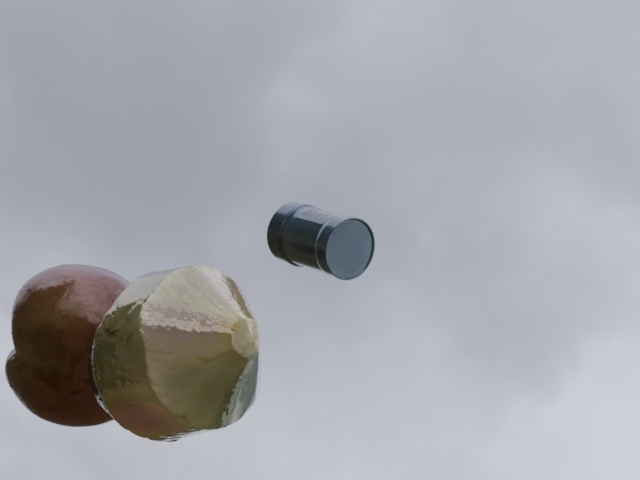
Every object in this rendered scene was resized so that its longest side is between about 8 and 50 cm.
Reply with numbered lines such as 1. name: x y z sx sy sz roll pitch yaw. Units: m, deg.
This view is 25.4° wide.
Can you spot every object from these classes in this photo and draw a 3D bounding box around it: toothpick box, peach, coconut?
1. toothpick box: 0.000 0.000 2.222 0.153 0.101 0.101 16 -36 49
2. peach: -0.368 0.163 2.221 0.252 0.252 0.252 29 -31 19
3. coconut: -0.191 0.154 1.958 0.259 0.259 0.259 29 -31 19
